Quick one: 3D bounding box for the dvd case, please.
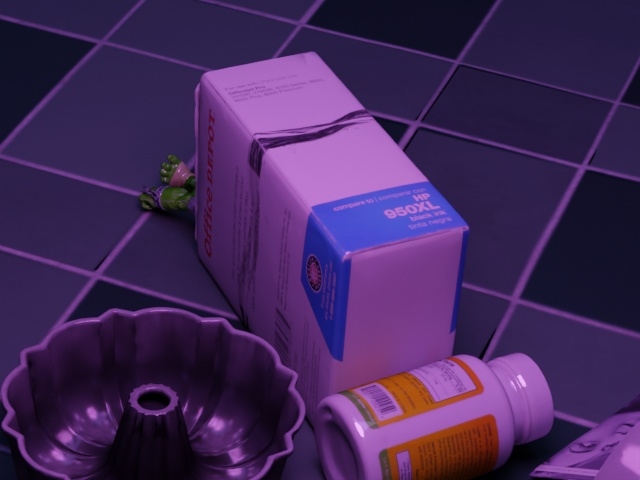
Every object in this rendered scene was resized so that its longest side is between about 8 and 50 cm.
[{"bbox_3d":[0.364,0.222,2.082,0.221,0.018,0.164,-30,17,-34],"label":"dvd case"}]

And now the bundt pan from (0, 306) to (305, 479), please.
[{"bbox_3d":[-0.183,0.218,2.026,0.331,0.124,0.331,3,36,-2],"label":"bundt pan"}]

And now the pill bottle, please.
[{"bbox_3d":[0.129,0.205,2.059,0.246,0.136,0.136,-16,41,-23],"label":"pill bottle"}]

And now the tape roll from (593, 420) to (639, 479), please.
[{"bbox_3d":[0.354,0.275,1.916,0.219,0.219,0.072,-29,46,-34],"label":"tape roll"}]

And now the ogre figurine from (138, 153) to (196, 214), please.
[{"bbox_3d":[-0.128,-0.078,2.453,0.197,0.096,0.118,-4,17,-33],"label":"ogre figurine"}]

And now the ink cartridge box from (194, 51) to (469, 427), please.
[{"bbox_3d":[0.000,0.000,2.194,0.166,0.285,0.395,-14,41,-22],"label":"ink cartridge box"}]
